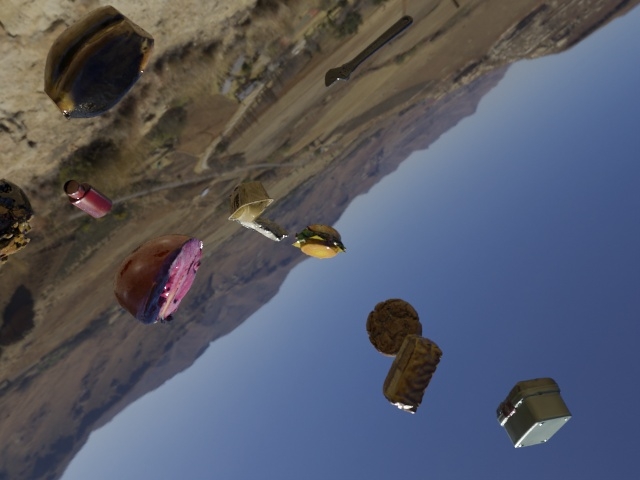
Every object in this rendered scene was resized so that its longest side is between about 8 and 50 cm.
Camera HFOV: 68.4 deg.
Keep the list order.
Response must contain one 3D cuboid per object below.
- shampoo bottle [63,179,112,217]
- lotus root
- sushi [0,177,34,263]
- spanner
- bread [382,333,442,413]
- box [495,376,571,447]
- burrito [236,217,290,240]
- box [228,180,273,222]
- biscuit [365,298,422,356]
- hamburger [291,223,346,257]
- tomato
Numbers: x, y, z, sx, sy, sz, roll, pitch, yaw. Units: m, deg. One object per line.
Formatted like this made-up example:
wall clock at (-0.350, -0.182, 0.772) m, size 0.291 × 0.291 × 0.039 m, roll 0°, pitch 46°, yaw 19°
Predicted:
shampoo bottle at (-0.921, -0.167, 1.865) m, size 0.102 × 0.064 × 0.260 m, roll -44°, pitch 170°, yaw -10°
lotus root at (-0.537, -0.422, 1.121) m, size 0.291 × 0.193 × 0.193 m, roll -50°, pitch -177°, yaw 0°
sushi at (-0.948, -0.048, 1.386) m, size 0.213 × 0.204 × 0.200 m, roll -34°, pitch -156°, yaw 2°
spanner at (0.092, -0.372, 0.928) m, size 0.208 × 0.046 × 0.012 m, roll -36°, pitch 155°, yaw 12°
bread at (0.272, 0.391, 1.419) m, size 0.181 × 0.095 × 0.223 m, roll -146°, pitch -99°, yaw -88°
box at (0.631, 0.512, 1.403) m, size 0.147 × 0.129 × 0.210 m, roll -5°, pitch 135°, yaw -13°
burrito at (-0.222, -0.056, 1.755) m, size 0.063 × 0.229 × 0.058 m, roll -64°, pitch -159°, yaw 6°
box at (-0.211, -0.105, 1.387) m, size 0.111 × 0.111 × 0.177 m, roll -40°, pitch -175°, yaw -29°
biscuit at (0.266, 0.319, 1.733) m, size 0.225 × 0.226 × 0.042 m, roll -38°, pitch 150°, yaw 23°
hamburger at (-0.001, -0.002, 1.640) m, size 0.163 × 0.189 × 0.093 m, roll -9°, pitch -117°, yaw 37°
tomato at (-0.496, 0.092, 1.428) m, size 0.290 × 0.176 × 0.335 m, roll -62°, pitch 175°, yaw -2°
